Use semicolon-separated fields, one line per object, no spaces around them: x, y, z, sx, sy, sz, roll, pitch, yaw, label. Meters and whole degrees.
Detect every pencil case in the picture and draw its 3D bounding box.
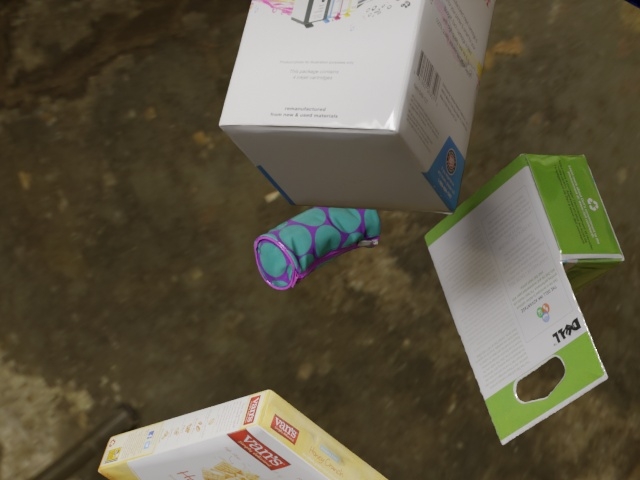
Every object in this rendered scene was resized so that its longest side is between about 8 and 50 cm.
0.000;0.000;1.638;0.070;0.152;0.064;42;135;24;pencil case

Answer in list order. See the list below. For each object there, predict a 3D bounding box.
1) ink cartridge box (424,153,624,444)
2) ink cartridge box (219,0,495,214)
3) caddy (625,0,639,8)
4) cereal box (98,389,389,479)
0.233;0.063;1.622;0.189;0.097;0.255;-43;58;47;ink cartridge box
0.040;-0.166;1.360;0.168;0.171;0.232;3;68;25;ink cartridge box
0.184;-0.249;0.794;0.341;0.179;0.241;27;105;-9;caddy
-0.076;0.227;1.476;0.240;0.047;0.173;-21;129;43;cereal box
